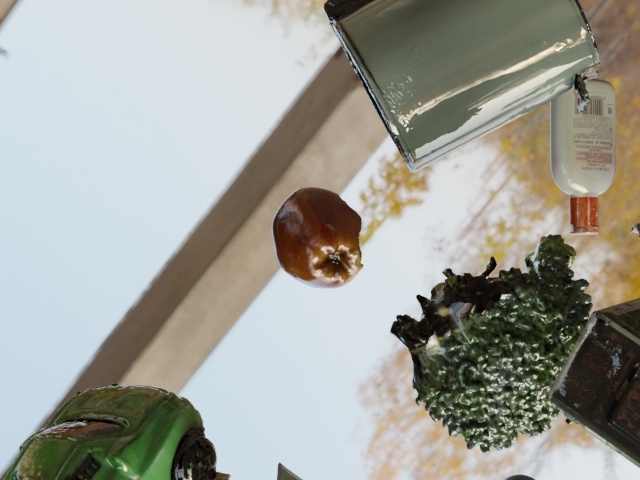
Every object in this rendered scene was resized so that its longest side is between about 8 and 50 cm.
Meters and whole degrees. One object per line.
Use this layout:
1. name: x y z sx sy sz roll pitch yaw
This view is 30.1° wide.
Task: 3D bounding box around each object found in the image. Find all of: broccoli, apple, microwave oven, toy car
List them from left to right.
1. toy car: -0.277 0.301 1.312 0.213 0.359 0.176 0 138 33
2. apple: -0.005 -0.001 1.920 0.147 0.156 0.158 20 -167 -17
3. broccoli: 0.190 0.100 1.410 0.247 0.263 0.243 17 -174 -19
4. microwave oven: 0.356 0.168 1.201 0.205 0.129 0.163 35 -157 29

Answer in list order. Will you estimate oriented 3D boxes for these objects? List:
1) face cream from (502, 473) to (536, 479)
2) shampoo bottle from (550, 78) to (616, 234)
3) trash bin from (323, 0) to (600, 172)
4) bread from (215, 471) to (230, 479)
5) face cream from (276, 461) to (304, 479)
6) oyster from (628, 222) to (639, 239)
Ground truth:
1. face cream: 0.321 0.451 1.666 0.149 0.083 0.264 -32 -85 -53
2. shampoo bottle: 0.374 -0.119 1.691 0.108 0.221 0.051 1 178 -28
3. trash bin: 0.178 -0.236 1.470 0.277 0.262 0.217 62 -176 12
4. bread: -0.152 0.359 1.509 0.077 0.152 0.105 17 163 -17
5. face cream: -0.025 0.487 2.139 0.070 0.114 0.224 -6 -167 -33
6. oyster: 0.574 0.070 1.715 0.345 0.078 0.128 35 -178 -22
